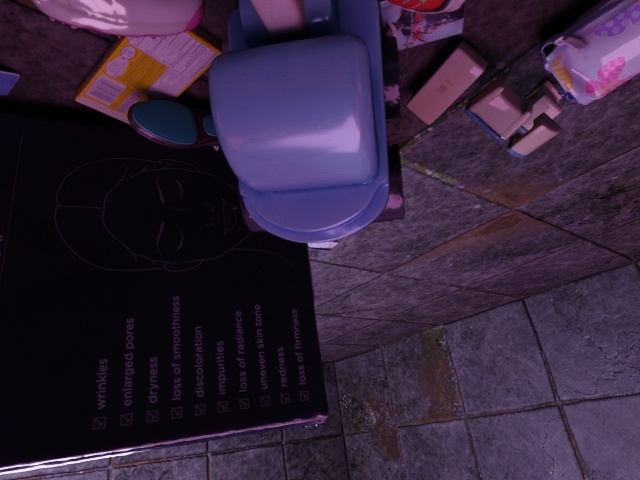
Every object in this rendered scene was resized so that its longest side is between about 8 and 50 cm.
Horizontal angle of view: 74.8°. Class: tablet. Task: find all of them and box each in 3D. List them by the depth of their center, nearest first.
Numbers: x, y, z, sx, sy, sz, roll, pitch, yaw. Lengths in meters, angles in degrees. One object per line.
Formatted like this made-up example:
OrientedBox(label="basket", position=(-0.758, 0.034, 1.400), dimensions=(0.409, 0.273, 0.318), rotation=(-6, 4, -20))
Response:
OrientedBox(label="tablet", position=(-0.453, -0.213, 0.552), dimensions=(0.054, 0.006, 0.083), rotation=(-24, 175, 32))

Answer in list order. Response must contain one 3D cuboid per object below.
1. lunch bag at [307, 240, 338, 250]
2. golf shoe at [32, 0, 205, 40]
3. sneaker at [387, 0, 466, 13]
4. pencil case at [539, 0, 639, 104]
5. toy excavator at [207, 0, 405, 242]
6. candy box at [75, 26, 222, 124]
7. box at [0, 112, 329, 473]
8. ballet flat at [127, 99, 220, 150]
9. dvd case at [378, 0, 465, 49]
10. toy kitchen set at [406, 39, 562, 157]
OrientedBox(label="lunch bag", position=(0.000, 0.000, 1.124), dimensions=(0.071, 0.053, 0.083), rotation=(5, 161, -24))
OrientedBox(label="golf shoe", position=(-0.251, -0.286, 0.378), dimensions=(0.306, 0.115, 0.140), rotation=(5, 148, -29))
OrientedBox(label="sneaker", position=(0.114, -0.339, 0.388), dimensions=(0.118, 0.107, 0.279), rotation=(1, 153, 0))
OrientedBox(label="pencil case", position=(0.434, -0.305, 0.542), dimensions=(0.124, 0.113, 0.273), rotation=(29, 140, -23))
OrientedBox(label="toy excavator", position=(-0.028, -0.207, 0.417), dimensions=(0.223, 0.432, 0.445), rotation=(-3, -177, 9))
OrientedBox(label="candy box", position=(-0.243, -0.234, 0.583), dimensions=(0.206, 0.027, 0.105), rotation=(-25, 154, 33))
OrientedBox(label="box", position=(-0.283, 0.091, 0.705), dimensions=(0.472, 0.479, 0.297), rotation=(3, 156, -26))
OrientedBox(label="ballet flat", position=(-0.200, -0.172, 0.650), dimensions=(0.203, 0.074, 0.074), rotation=(-10, 162, -41))
OrientedBox(label="dvd case", position=(0.135, -0.304, 0.568), dimensions=(0.120, 0.013, 0.087), rotation=(-11, 155, 8))
OrientedBox(label="toy kitchen set", position=(0.279, -0.236, 0.701), dimensions=(0.207, 0.166, 0.122), rotation=(38, 140, -8))
